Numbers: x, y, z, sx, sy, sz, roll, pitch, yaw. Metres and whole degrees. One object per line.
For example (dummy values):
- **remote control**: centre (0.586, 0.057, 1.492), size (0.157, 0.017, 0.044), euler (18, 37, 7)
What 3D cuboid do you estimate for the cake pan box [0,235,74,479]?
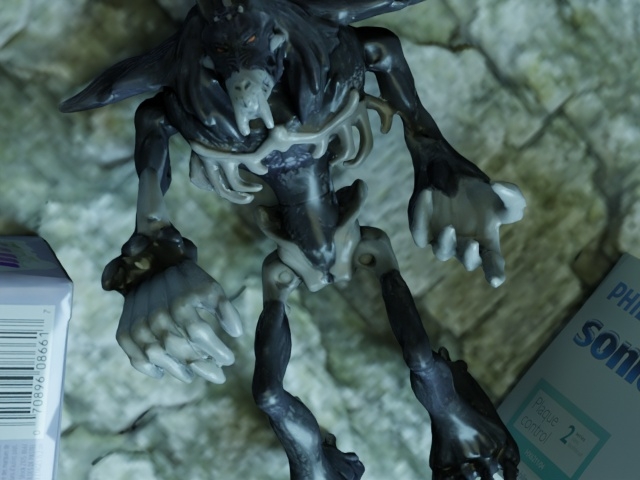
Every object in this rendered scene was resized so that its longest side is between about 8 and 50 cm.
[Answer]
- **cake pan box**: centre (-0.231, 0.117, 0.689), size (0.246, 0.070, 0.266), euler (0, 107, -21)

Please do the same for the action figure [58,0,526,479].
- **action figure**: centre (0.000, 0.000, 0.691), size (0.164, 0.141, 0.275), euler (-20, 115, 1)

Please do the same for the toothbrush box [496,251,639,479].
- **toothbrush box**: centre (0.242, 0.158, 0.782), size (0.295, 0.216, 0.126), euler (38, 92, -26)
